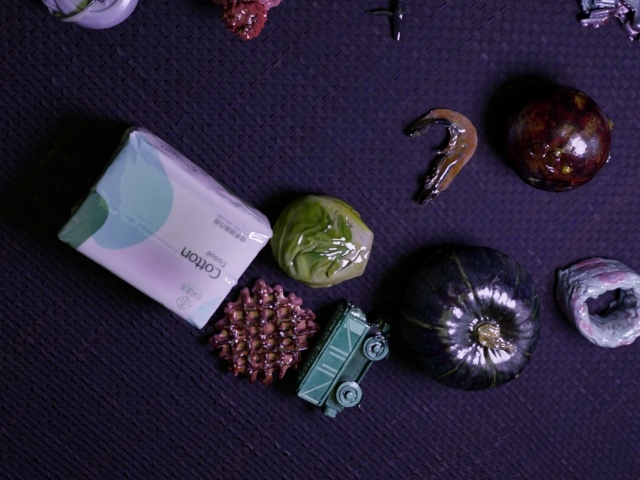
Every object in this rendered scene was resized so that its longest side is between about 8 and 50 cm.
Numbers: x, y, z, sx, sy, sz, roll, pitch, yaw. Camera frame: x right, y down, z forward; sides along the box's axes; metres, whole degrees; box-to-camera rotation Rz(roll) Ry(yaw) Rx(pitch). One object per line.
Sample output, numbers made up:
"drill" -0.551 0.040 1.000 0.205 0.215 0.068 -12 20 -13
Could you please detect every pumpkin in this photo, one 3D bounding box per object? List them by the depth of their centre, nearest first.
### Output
"pumpkin" 0.330 0.170 1.798 0.323 0.241 0.323 -1 102 -2

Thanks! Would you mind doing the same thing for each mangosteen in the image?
"mangosteen" 0.521 -0.228 1.754 0.289 0.231 0.231 -28 113 -43

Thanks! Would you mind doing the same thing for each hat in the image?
"hat" -0.147 -0.532 1.611 0.237 0.107 0.286 0 81 -7

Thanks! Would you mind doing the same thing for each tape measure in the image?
"tape measure" -0.438 -0.508 1.582 0.178 0.105 0.196 17 101 -12

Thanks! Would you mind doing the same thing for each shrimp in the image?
"shrimp" 0.248 -0.186 1.791 0.152 0.046 0.219 29 96 -15

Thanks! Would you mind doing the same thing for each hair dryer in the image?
"hair dryer" 0.137 -0.463 1.718 0.083 0.031 0.079 7 113 5

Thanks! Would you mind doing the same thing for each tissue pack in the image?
"tissue pack" -0.314 -0.031 1.682 0.356 0.194 0.266 36 97 -15

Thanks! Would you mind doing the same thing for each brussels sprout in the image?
"brussels sprout" 0.000 0.000 1.758 0.223 0.161 0.223 2 83 -15

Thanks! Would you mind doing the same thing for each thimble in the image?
"thimble" 0.650 0.136 1.883 0.211 0.149 0.185 25 103 -13

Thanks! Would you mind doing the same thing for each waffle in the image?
"waffle" -0.129 0.212 1.848 0.221 0.055 0.234 37 93 -13

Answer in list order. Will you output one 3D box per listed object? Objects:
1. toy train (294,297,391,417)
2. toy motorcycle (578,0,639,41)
"toy train" 0.054 0.270 1.861 0.154 0.115 0.269 30 100 -6
"toy motorcycle" 0.658 -0.476 1.755 0.213 0.082 0.122 9 100 3
